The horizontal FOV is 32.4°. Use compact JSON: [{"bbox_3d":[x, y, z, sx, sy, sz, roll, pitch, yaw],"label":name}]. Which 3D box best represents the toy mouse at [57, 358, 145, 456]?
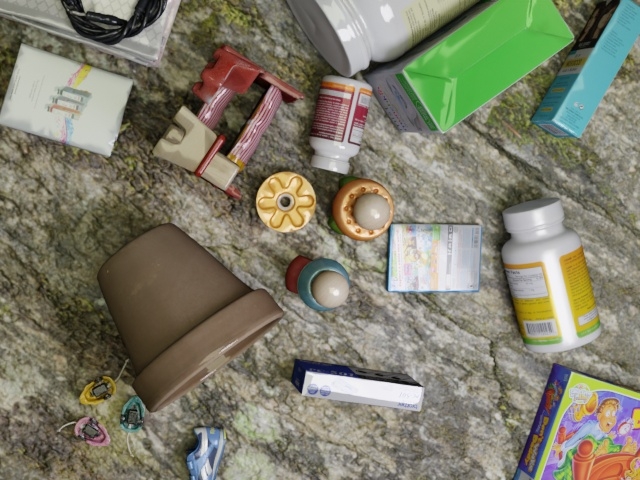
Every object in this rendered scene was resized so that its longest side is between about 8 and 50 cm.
[{"bbox_3d":[-0.344,0.293,1.807,0.161,0.031,0.143,-33,101,-7],"label":"toy mouse"}]

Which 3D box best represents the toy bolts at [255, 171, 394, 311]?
[{"bbox_3d":[0.000,0.000,1.786,0.218,0.158,0.228,12,93,-13],"label":"toy bolts"}]

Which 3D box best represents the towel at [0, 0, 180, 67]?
[{"bbox_3d":[-0.362,-0.467,1.714,0.332,0.053,0.317,16,92,-14],"label":"towel"}]

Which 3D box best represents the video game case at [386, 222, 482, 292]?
[{"bbox_3d":[0.197,0.031,1.907,0.166,0.015,0.119,1,96,-13],"label":"video game case"}]

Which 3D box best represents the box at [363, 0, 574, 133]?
[{"bbox_3d":[0.232,-0.290,1.769,0.262,0.231,0.126,-36,103,-6],"label":"box"}]

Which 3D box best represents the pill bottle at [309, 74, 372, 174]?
[{"bbox_3d":[0.029,-0.189,1.810,0.086,0.086,0.152,12,93,-13],"label":"pill bottle"}]

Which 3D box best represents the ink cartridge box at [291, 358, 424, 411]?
[{"bbox_3d":[0.062,0.244,1.857,0.207,0.097,0.046,9,94,-13],"label":"ink cartridge box"}]

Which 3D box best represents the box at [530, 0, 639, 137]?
[{"bbox_3d":[0.460,-0.294,1.886,0.060,0.100,0.244,30,89,-13],"label":"box"}]

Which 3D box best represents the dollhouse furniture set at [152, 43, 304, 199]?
[{"bbox_3d":[-0.130,-0.175,1.633,0.152,0.374,0.201,32,90,-9],"label":"dollhouse furniture set"}]

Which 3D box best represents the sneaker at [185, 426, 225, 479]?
[{"bbox_3d":[-0.201,0.378,1.838,0.059,0.053,0.144,16,84,-14],"label":"sneaker"}]

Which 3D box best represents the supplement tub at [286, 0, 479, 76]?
[{"bbox_3d":[0.121,-0.428,1.728,0.325,0.235,0.235,-35,102,-7],"label":"supplement tub"}]

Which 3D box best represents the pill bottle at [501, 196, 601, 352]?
[{"bbox_3d":[0.388,0.057,1.888,0.136,0.136,0.245,-17,99,-10],"label":"pill bottle"}]

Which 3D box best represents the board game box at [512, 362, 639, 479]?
[{"bbox_3d":[0.549,0.385,1.988,0.347,0.078,0.233,18,92,-13],"label":"board game box"}]

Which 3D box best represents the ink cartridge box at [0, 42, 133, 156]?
[{"bbox_3d":[-0.390,-0.213,1.695,0.176,0.128,0.127,18,92,-14],"label":"ink cartridge box"}]

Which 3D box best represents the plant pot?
[{"bbox_3d":[-0.224,0.103,1.726,0.263,0.263,0.229,-36,83,-7],"label":"plant pot"}]

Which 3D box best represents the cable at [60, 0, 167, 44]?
[{"bbox_3d":[-0.306,-0.388,1.686,0.184,0.047,0.150,-29,103,-9],"label":"cable"}]
